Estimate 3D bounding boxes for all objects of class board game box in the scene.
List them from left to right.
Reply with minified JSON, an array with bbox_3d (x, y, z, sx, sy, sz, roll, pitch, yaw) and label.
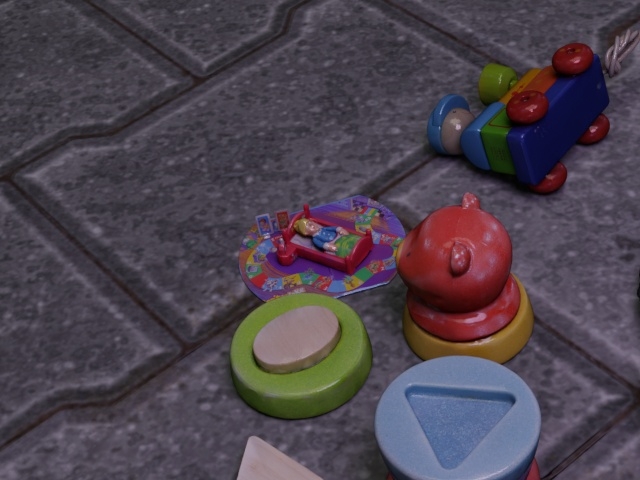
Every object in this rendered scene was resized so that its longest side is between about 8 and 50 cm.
[{"bbox_3d":[0.000,0.000,1.275,0.168,0.033,0.133,-15,44,-4],"label":"board game box"}]

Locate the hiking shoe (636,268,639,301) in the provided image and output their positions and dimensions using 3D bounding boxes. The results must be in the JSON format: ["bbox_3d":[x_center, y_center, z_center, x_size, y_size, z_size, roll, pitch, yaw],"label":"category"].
[{"bbox_3d":[0.354,0.058,1.118,0.132,0.113,0.304,26,41,-5],"label":"hiking shoe"}]

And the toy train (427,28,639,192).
[{"bbox_3d":[0.231,-0.161,1.357,0.143,0.105,0.248,13,47,41],"label":"toy train"}]

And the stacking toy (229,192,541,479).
[{"bbox_3d":[0.048,0.102,1.091,0.279,0.130,0.309,-5,44,6],"label":"stacking toy"}]
